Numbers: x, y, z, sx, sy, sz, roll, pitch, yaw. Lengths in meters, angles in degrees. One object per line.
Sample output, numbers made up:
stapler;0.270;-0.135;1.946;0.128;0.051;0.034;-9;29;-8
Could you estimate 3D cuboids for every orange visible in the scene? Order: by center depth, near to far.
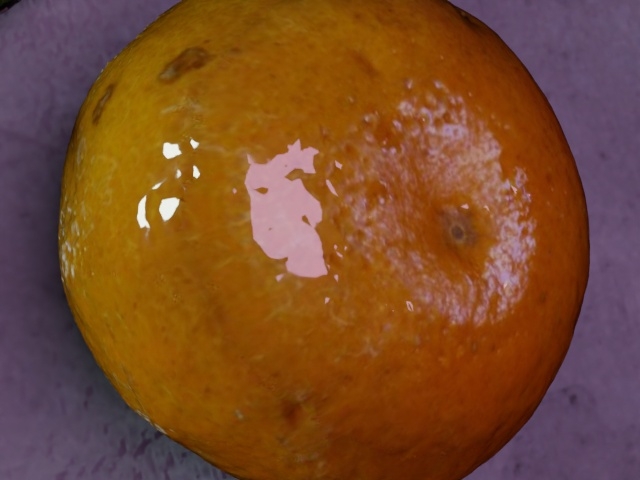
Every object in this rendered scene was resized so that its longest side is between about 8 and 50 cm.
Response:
orange;0.000;0.000;0.756;0.224;0.170;0.224;5;82;-32

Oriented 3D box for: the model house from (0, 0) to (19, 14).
model house;-0.178;-0.172;0.674;0.207;0.154;0.294;53;47;-8
